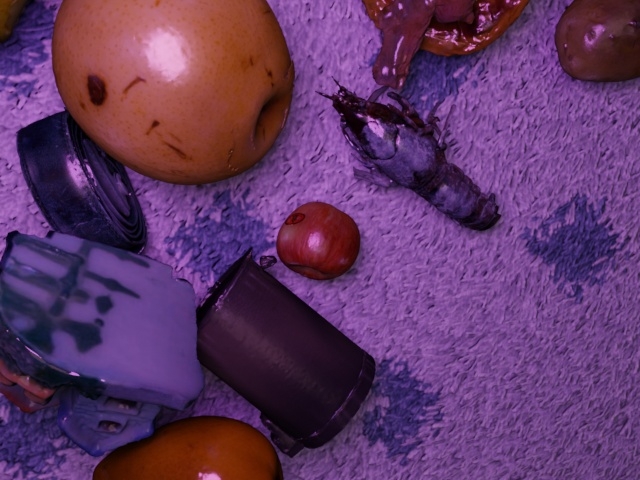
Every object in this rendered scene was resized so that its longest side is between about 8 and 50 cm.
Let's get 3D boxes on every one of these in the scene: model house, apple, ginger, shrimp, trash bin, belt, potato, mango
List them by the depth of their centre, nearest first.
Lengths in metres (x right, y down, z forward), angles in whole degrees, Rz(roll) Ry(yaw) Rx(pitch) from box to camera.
[{"bbox_3d":[-0.377,0.192,0.893,0.294,0.252,0.329,20,129,-29],"label":"model house"},{"bbox_3d":[0.180,-0.372,0.939,0.122,0.084,0.290,29,121,-26],"label":"ginger"},{"bbox_3d":[-0.374,-0.075,0.946,0.116,0.206,0.268,-22,111,1],"label":"belt"},{"bbox_3d":[-0.229,0.424,1.005,0.377,0.221,0.264,-13,136,29],"label":"mango"},{"bbox_3d":[-0.080,0.193,1.031,0.301,0.203,0.252,41,84,-12],"label":"trash bin"},{"bbox_3d":[0.000,0.000,1.050,0.146,0.146,0.131,24,71,-11],"label":"apple"},{"bbox_3d":[0.170,-0.152,1.050,0.410,0.166,0.221,42,117,-7],"label":"shrimp"},{"bbox_3d":[0.564,-0.401,1.062,0.307,0.173,0.210,-33,104,-1],"label":"potato"}]

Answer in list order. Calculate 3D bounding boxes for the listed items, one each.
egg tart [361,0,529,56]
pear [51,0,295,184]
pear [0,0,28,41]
[{"bbox_3d":[0.211,-0.493,0.990,0.339,0.153,0.352,-35,93,25],"label":"egg tart"},{"bbox_3d":[-0.207,-0.251,0.878,0.348,0.348,0.349,-1,98,-9],"label":"pear"},{"bbox_3d":[-0.498,-0.390,0.861,0.282,0.286,0.176,-49,121,0],"label":"pear"}]
